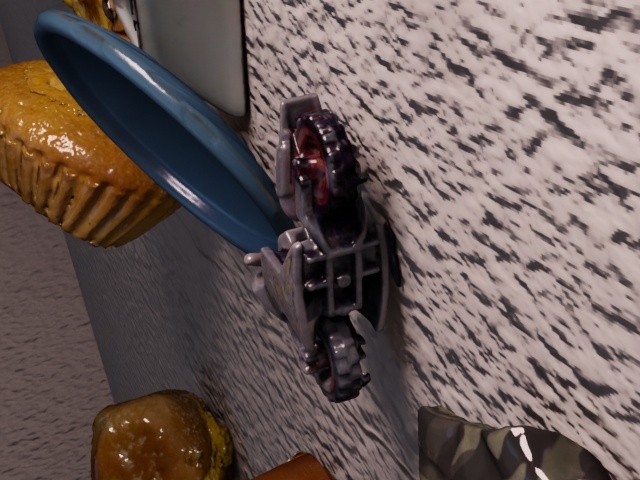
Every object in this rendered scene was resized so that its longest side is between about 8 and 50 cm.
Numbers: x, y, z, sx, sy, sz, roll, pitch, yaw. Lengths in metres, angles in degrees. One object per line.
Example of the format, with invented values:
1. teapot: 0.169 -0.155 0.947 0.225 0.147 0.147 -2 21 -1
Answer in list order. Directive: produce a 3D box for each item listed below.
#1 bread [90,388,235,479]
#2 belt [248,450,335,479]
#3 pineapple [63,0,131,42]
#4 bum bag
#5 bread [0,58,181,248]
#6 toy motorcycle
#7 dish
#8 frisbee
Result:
1. bread: -0.197 0.292 1.896 0.246 0.176 0.196 49 -147 -88
2. belt: -0.013 0.321 1.355 0.184 0.105 0.261 46 154 56
3. pineapple: -0.208 -0.255 1.431 0.225 0.076 0.225 59 163 31
4. bum bag: 0.105 0.221 0.788 0.144 0.095 0.340 36 146 43
5. bread: -0.239 -0.089 1.467 0.139 0.240 0.240 -62 31 14
6. toy motorcycle: 0.000 0.000 0.957 0.122 0.080 0.215 -129 30 -50
7. dish: -0.127 -0.226 1.150 0.243 0.080 0.182 91 157 -51
8. frisbee: -0.113 -0.089 1.177 0.289 0.049 0.289 40 168 10
